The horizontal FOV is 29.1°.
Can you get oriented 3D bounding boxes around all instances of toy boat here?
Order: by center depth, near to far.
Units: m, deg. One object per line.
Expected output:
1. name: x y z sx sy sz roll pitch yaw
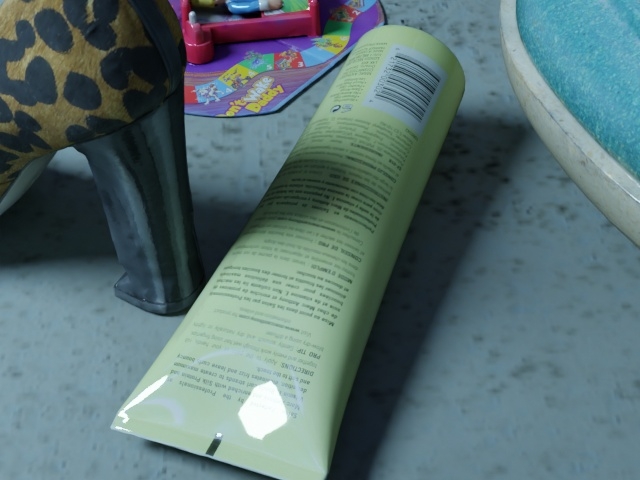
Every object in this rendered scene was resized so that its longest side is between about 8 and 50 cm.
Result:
1. toy boat: 0.246 -0.116 0.587 0.318 0.148 0.267 -14 45 -11

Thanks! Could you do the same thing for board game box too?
1. board game box: -0.046 -0.135 0.706 0.133 0.033 0.168 27 52 28

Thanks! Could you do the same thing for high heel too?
1. high heel: -0.172 -0.073 0.538 0.261 0.186 0.093 14 46 17

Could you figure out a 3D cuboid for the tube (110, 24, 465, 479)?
1. tube: 0.000 0.000 0.552 0.070 0.062 0.240 -25 30 46
